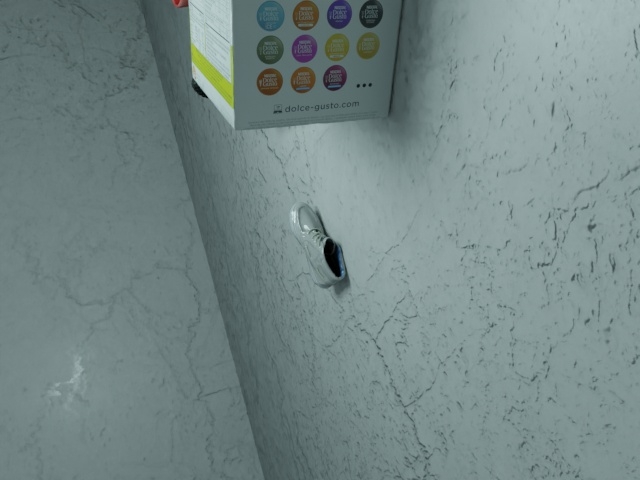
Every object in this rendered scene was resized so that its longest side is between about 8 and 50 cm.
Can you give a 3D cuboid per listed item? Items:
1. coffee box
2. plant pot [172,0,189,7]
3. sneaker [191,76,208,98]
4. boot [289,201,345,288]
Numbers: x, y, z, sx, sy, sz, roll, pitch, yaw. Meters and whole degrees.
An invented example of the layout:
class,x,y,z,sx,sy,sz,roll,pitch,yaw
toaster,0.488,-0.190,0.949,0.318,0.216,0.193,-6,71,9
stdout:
class,x,y,z,sx,sy,sz,roll,pitch,yaw
coffee box,-0.067,-0.452,1.164,0.338,0.337,0.334,-128,35,-50
plant pot,-0.341,-0.867,1.765,0.275,0.243,0.275,170,90,-68
sneaker,-0.279,-0.495,1.761,0.107,0.283,0.124,3,90,39
boot,0.000,0.000,1.576,0.123,0.095,0.258,-32,79,61
